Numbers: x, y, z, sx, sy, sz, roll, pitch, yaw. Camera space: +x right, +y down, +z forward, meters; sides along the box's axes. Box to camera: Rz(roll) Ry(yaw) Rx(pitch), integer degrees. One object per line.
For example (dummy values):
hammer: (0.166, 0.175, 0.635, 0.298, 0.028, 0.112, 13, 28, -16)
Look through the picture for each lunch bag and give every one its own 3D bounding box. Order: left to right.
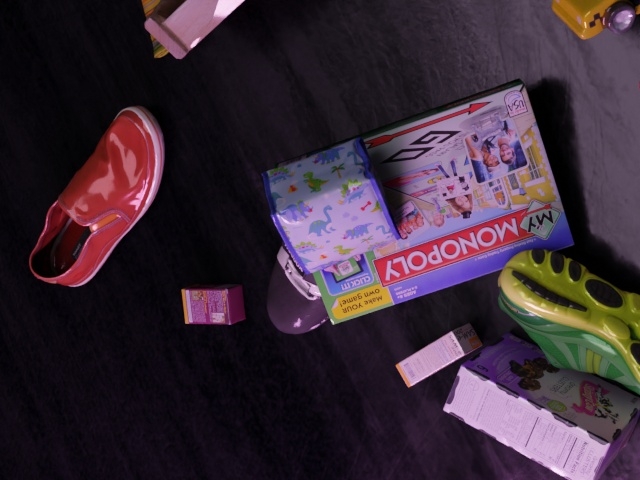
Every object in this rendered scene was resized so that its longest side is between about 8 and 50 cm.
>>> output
lunch bag: (0.017, -0.031, 1.353, 0.128, 0.151, 0.096, -20, 45, 7)

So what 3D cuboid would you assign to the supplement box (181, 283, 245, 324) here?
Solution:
supplement box: (-0.158, 0.093, 1.702, 0.083, 0.043, 0.055, 0, 98, 30)

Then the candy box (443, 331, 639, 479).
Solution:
candy box: (0.276, 0.202, 1.407, 0.196, 0.165, 0.070, 27, 112, 22)

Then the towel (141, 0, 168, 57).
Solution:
towel: (-0.251, -0.386, 1.660, 0.102, 0.021, 0.237, -15, 91, 61)

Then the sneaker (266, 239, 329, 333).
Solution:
sneaker: (0.000, 0.000, 1.542, 0.122, 0.146, 0.330, 40, 116, 17)

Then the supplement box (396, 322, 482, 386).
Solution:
supplement box: (0.156, 0.151, 1.525, 0.098, 0.062, 0.036, -35, 80, 29)

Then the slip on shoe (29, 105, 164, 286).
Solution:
slip on shoe: (-0.339, -0.058, 1.746, 0.123, 0.101, 0.331, 44, 115, 18)

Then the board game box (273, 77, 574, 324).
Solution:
board game box: (0.127, -0.045, 1.418, 0.317, 0.046, 0.213, -19, 105, 7)

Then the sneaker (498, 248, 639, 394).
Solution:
sneaker: (0.346, 0.115, 1.401, 0.295, 0.109, 0.123, 35, 158, 7)

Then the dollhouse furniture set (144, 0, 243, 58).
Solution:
dollhouse furniture set: (-0.217, -0.478, 1.472, 0.256, 0.362, 0.394, -37, 110, 27)

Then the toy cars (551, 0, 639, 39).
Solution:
toy cars: (0.438, -0.299, 1.222, 0.393, 0.176, 0.087, 4, 140, 29)
